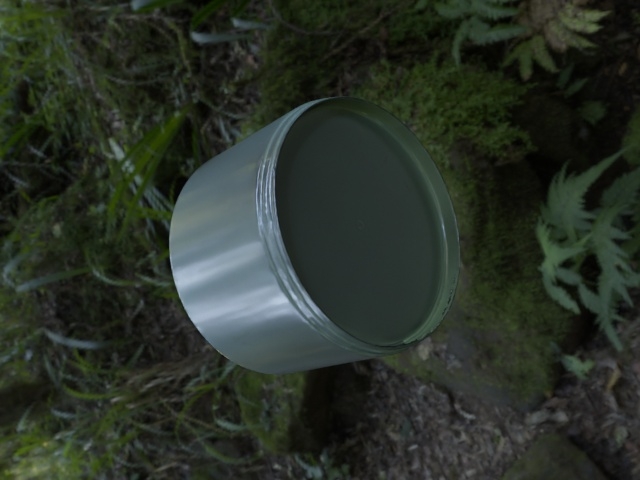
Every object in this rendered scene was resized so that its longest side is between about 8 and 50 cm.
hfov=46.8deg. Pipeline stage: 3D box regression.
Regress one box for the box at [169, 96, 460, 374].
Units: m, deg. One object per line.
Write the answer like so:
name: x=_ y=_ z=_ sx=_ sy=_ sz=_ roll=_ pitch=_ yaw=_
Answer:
box: x=0.000 y=0.000 z=0.667 sx=0.149 sy=0.226 sz=0.226 roll=-20 pitch=86 yaw=46
